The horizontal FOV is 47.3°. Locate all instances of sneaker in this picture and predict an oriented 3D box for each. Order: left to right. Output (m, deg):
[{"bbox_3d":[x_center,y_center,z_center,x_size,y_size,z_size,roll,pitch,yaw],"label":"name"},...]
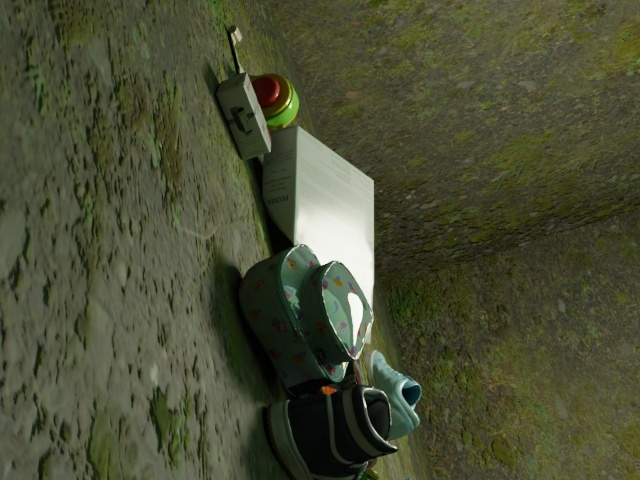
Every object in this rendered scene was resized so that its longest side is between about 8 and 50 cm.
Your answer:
[{"bbox_3d":[0.042,0.297,1.017,0.282,0.153,0.099,65,10,-46],"label":"sneaker"},{"bbox_3d":[0.200,0.413,1.991,0.366,0.150,0.135,-94,166,-63],"label":"sneaker"}]

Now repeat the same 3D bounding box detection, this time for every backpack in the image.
[{"bbox_3d":[-0.021,0.100,1.036,0.188,0.144,0.166,53,30,-11],"label":"backpack"}]

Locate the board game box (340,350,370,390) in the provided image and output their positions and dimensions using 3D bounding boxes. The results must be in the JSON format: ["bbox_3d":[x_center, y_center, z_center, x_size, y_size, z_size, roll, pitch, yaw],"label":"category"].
[{"bbox_3d":[0.051,0.196,1.192,0.259,0.030,0.136,-101,172,-48],"label":"board game box"}]

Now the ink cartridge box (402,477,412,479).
[{"bbox_3d":[0.169,0.591,1.532,0.143,0.090,0.092,-89,159,-67],"label":"ink cartridge box"}]

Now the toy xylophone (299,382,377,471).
[{"bbox_3d":[0.019,0.256,1.245,0.236,0.081,0.322,-98,168,-56],"label":"toy xylophone"}]

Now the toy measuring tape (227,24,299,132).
[{"bbox_3d":[-0.119,-0.350,1.590,0.121,0.122,0.330,59,15,-63],"label":"toy measuring tape"}]

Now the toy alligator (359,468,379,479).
[{"bbox_3d":[0.075,0.449,1.355,0.051,0.056,0.189,29,-16,18],"label":"toy alligator"}]

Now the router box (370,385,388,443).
[{"bbox_3d":[0.071,0.345,1.376,0.038,0.092,0.122,15,49,-39],"label":"router box"}]

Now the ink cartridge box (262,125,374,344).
[{"bbox_3d":[0.000,0.000,1.500,0.308,0.091,0.384,29,57,-51],"label":"ink cartridge box"}]

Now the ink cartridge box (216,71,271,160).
[{"bbox_3d":[-0.140,-0.230,1.349,0.099,0.056,0.135,-94,165,-65],"label":"ink cartridge box"}]
